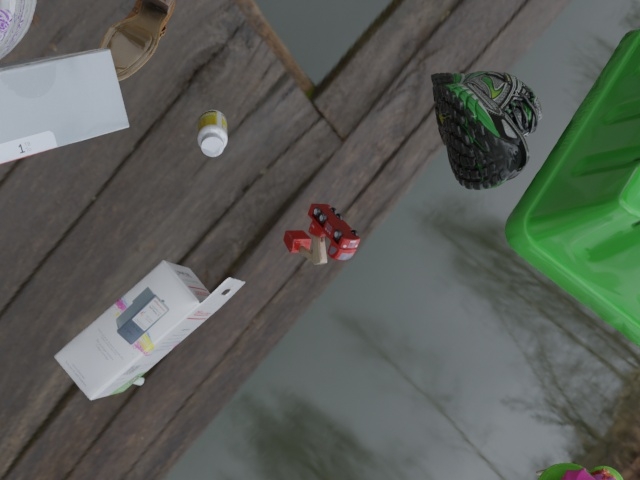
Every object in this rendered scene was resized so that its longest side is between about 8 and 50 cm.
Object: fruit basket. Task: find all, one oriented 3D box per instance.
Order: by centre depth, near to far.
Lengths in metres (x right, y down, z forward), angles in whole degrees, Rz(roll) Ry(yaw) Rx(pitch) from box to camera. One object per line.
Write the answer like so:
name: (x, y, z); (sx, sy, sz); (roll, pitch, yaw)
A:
fruit basket: (0.413, -0.057, 0.973); (0.392, 0.283, 0.392); (-52, -176, 6)

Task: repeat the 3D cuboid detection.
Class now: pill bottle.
pill bottle: (-0.231, -0.227, 1.631); (0.065, 0.116, 0.065); (-4, 125, -5)

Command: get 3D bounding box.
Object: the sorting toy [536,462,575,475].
sorting toy: (0.479, 0.456, 1.512); (0.062, 0.012, 0.083); (22, 144, -32)

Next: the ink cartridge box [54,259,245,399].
ink cartridge box: (-0.332, 0.155, 1.539); (0.353, 0.119, 0.207); (-41, 173, -2)

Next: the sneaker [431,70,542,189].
sneaker: (0.240, -0.177, 1.057); (0.147, 0.343, 0.134); (-10, 115, 8)

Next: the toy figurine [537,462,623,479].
toy figurine: (0.486, 0.455, 1.381); (0.173, 0.130, 0.159); (-18, 157, -1)

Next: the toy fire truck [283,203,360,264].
toy fire truck: (0.000, 0.000, 1.553); (0.047, 0.192, 0.135); (-1, 123, -34)

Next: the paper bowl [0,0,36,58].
paper bowl: (-0.548, -0.379, 1.082); (0.148, 0.284, 0.284); (-85, -161, -69)

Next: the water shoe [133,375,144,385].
water shoe: (-0.455, 0.248, 1.703); (0.080, 0.203, 0.073); (-58, 146, -4)

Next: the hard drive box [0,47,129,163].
hard drive box: (-0.356, -0.144, 0.831); (0.181, 0.232, 0.089); (-26, 114, -41)

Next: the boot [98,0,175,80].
boot: (-0.292, -0.323, 1.229); (0.197, 0.073, 0.152); (-59, -167, -12)
